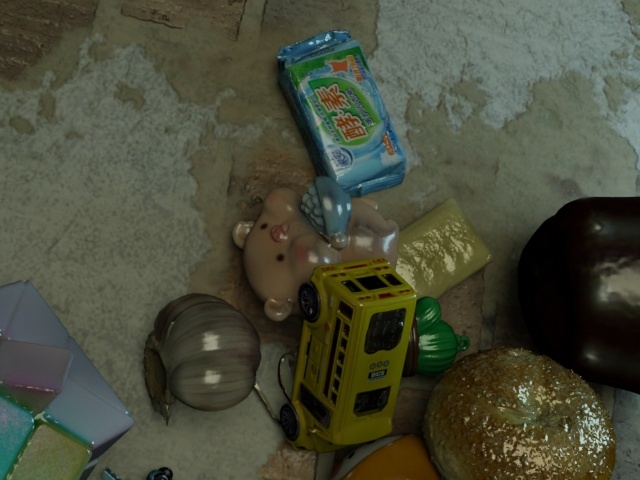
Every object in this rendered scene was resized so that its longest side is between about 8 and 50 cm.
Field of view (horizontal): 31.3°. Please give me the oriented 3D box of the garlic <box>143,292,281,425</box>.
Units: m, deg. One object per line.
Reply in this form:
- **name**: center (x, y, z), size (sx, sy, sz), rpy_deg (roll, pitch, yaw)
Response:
- **garlic**: center (-0.179, 0.220, 1.793), size (0.207, 0.207, 0.256), rpy_deg (-38, 124, -20)

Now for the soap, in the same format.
- **soap**: center (0.034, -0.217, 1.972), size (0.156, 0.077, 0.293), rpy_deg (-21, 83, -19)

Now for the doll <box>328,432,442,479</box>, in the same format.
- **doll**: center (0.119, 0.403, 1.761), size (0.213, 0.236, 0.213), rpy_deg (1, 82, -10)

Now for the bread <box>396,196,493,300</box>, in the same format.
- **bread**: center (0.191, 0.027, 1.965), size (0.178, 0.060, 0.139), rpy_deg (-31, 85, -19)

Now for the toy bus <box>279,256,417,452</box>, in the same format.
- **toy bus**: center (0.044, 0.198, 1.755), size (0.145, 0.151, 0.331), rpy_deg (-9, 121, -32)

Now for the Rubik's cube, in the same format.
- **Rubik's cube**: center (-0.477, 0.267, 1.573), size (0.387, 0.358, 0.368), rpy_deg (50, 27, 10)

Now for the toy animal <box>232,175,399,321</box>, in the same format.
- **toy animal**: center (0.000, 0.015, 1.858), size (0.221, 0.229, 0.210), rpy_deg (24, 24, -45)

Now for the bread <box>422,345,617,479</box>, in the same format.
- **bread**: center (0.312, 0.289, 1.752), size (0.306, 0.158, 0.305), rpy_deg (8, 51, -10)

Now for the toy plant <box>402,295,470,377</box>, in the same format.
- **toy plant**: center (0.158, 0.161, 1.896), size (0.200, 0.105, 0.142), rpy_deg (-8, 110, -20)

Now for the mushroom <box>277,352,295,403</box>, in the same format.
- **mushroom**: center (-0.043, 0.234, 1.874), size (0.049, 0.019, 0.101), rpy_deg (-17, 84, -17)

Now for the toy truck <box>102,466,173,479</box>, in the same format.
- **toy truck**: center (-0.264, 0.379, 1.762), size (0.136, 0.063, 0.074), rpy_deg (42, 90, 1)

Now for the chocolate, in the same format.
- **chocolate**: center (0.503, 0.078, 1.878), size (0.331, 0.383, 0.383), rpy_deg (9, 75, -14)
